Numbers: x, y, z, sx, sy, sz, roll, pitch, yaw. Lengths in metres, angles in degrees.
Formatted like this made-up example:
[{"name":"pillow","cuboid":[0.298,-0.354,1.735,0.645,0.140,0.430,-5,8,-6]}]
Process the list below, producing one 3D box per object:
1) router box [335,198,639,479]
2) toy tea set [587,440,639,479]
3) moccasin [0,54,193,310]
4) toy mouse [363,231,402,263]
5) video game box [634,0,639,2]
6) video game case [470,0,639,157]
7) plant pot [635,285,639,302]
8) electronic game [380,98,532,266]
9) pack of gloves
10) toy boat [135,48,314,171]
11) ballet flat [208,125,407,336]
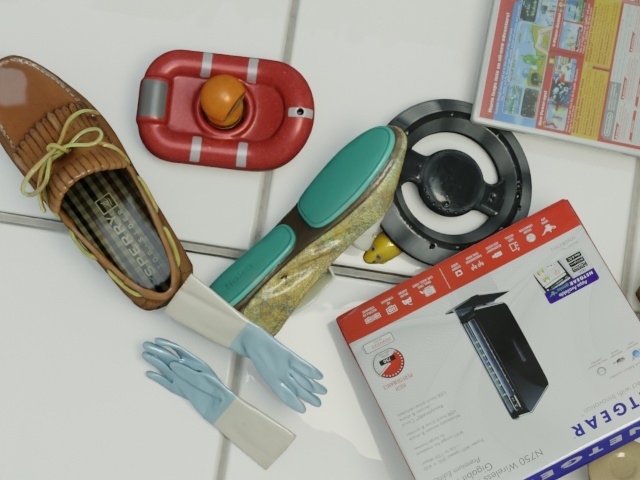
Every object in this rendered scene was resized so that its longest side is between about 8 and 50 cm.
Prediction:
[{"name":"router box","cuboid":[0.234,0.154,1.771,0.335,0.082,0.301,-28,64,2]},{"name":"toy tea set","cuboid":[0.321,0.292,1.845,0.336,0.124,0.200,-16,56,-2]},{"name":"moccasin","cuboid":[-0.303,-0.075,1.799,0.139,0.147,0.380,-31,87,-6]},{"name":"toy mouse","cuboid":[0.053,-0.033,1.879,0.161,0.031,0.143,-28,87,-6]},{"name":"video game box","cuboid":[0.541,-0.344,1.938,0.205,0.048,0.187,16,82,-3]},{"name":"video game case","cuboid":[0.356,-0.227,1.879,0.285,0.025,0.204,11,86,-5]},{"name":"plant pot","cuboid":[0.539,0.109,1.818,0.254,0.237,0.237,42,83,15]},{"name":"electronic game","cuboid":[0.172,-0.076,1.878,0.229,0.048,0.229,2,81,-14]},{"name":"pack of gloves","cuboid":[-0.107,0.161,1.803,0.232,0.195,0.046,38,40,0]},{"name":"toy boat","cuboid":[-0.122,-0.173,1.820,0.231,0.151,0.151,6,84,-3]},{"name":"ballet flat","cuboid":[0.000,0.000,1.810,0.348,0.123,0.123,-45,89,8]}]
